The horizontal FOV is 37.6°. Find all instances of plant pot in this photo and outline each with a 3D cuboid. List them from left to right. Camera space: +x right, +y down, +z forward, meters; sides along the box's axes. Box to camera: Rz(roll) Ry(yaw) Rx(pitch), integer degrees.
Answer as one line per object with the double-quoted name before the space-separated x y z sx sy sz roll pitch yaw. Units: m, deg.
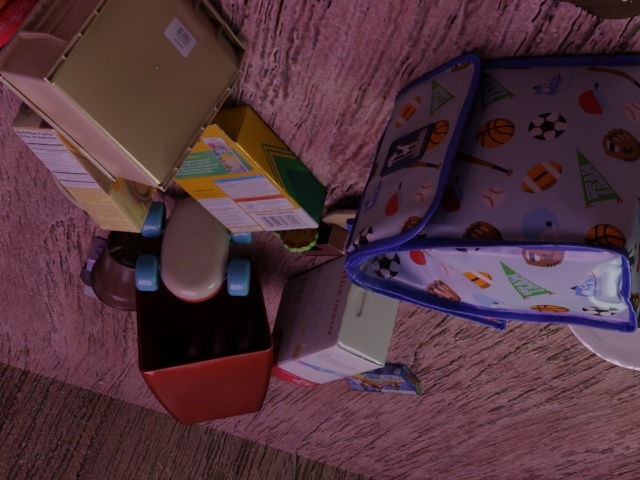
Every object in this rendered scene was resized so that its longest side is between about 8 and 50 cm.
"plant pot" -0.419 0.048 2.084 0.167 0.167 0.165 19 146 -6
"plant pot" -0.238 0.240 2.007 0.267 0.267 0.235 -9 130 -6

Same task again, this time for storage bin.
"storage bin" -0.263 -0.248 1.303 0.123 0.260 0.262 17 160 39

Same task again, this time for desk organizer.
"desk organizer" 0.000 0.000 1.841 0.050 0.047 0.130 29 162 -32

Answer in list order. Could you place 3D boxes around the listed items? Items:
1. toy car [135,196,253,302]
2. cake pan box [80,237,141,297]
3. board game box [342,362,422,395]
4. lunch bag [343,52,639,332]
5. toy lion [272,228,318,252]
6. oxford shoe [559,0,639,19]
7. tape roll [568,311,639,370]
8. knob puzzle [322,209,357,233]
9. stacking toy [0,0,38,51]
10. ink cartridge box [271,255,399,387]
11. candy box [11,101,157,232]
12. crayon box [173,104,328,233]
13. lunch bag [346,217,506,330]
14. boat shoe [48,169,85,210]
"toy car" -0.246 0.035 1.930 0.219 0.210 0.238 3 166 0
"cake pan box" -0.448 0.102 2.294 0.267 0.070 0.246 20 151 -8
"board game box" 0.155 0.369 2.523 0.201 0.035 0.136 -1 149 30
"lunch bag" 0.243 -0.075 1.277 0.385 0.328 0.239 4 147 25
"toy lion" -0.051 -0.023 1.798 0.100 0.096 0.034 9 153 14
"oxford shoe" 0.312 -0.293 1.093 0.227 0.082 0.096 10 158 13
"tape roll" 0.499 0.051 1.438 0.286 0.286 0.100 10 -169 11
"knob puzzle" 0.098 -0.030 1.769 0.213 0.030 0.213 16 167 4
"stacking toy" -0.530 -0.383 1.332 0.175 0.165 0.302 -2 134 33
"ink cartridge box" 0.024 0.172 1.996 0.131 0.226 0.306 28 152 -25
"candy box" -0.375 -0.170 1.589 0.088 0.183 0.316 4 152 20
"crayon box" -0.156 -0.131 1.661 0.203 0.083 0.323 -3 149 33
"lunch bag" 0.187 -0.001 1.571 0.293 0.221 0.138 11 153 9
"boat shoe" -0.447 -0.157 1.686 0.073 0.080 0.223 -27 94 44
